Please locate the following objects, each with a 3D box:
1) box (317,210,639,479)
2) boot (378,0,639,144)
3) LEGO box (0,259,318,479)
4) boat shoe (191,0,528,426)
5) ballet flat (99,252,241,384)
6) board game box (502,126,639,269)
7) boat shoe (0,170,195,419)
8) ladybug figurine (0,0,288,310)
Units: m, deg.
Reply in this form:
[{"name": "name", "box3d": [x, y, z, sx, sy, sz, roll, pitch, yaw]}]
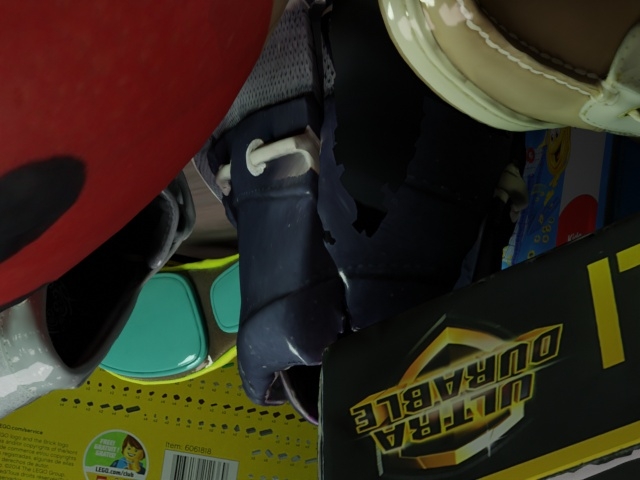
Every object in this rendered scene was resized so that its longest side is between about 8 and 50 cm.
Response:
[{"name": "box", "box3d": [0.198, 0.066, 0.449, 0.322, 0.079, 0.257, -24, 132, 24]}, {"name": "boot", "box3d": [0.134, -0.067, 0.432, 0.213, 0.077, 0.165, 13, 169, -43]}, {"name": "LEGO box", "box3d": [-0.131, 0.142, 1.281, 0.500, 0.193, 0.372, 13, 167, -20]}, {"name": "boat shoe", "box3d": [0.000, 0.000, 0.629, 0.127, 0.158, 0.340, 9, 168, -4]}, {"name": "ballet flat", "box3d": [-0.056, 0.044, 1.023, 0.231, 0.077, 0.077, -21, 167, 39]}, {"name": "board game box", "box3d": [0.200, 0.020, 0.758, 0.308, 0.086, 0.302, 12, 167, -18]}, {"name": "boat shoe", "box3d": [-0.092, -0.002, 0.652, 0.081, 0.227, 0.079, -13, 117, 22]}, {"name": "ladybug figurine", "box3d": [-0.177, -0.061, 0.460, 0.305, 0.162, 0.449, 15, 166, -26]}]
